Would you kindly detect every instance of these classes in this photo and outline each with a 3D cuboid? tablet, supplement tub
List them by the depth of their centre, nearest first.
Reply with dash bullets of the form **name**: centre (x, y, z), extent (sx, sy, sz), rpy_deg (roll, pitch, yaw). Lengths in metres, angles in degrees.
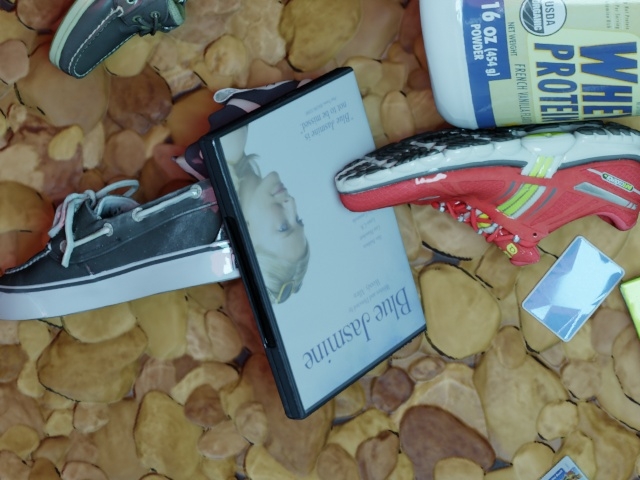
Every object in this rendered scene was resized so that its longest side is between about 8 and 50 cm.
- **supplement tub**: centre (0.244, -0.213, 1.195), extent (0.316, 0.228, 0.228), rpy_deg (-4, 91, 10)
- **tablet**: centre (0.225, 0.043, 1.319), extent (0.054, 0.006, 0.083), rpy_deg (39, 98, 6)

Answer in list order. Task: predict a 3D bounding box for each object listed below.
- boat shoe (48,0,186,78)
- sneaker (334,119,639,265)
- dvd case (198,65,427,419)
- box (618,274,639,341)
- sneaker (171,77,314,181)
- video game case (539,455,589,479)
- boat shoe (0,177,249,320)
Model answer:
- **boat shoe**: centre (-0.151, -0.224, 1.338), extent (0.223, 0.080, 0.073), rpy_deg (-46, 79, 4)
- **sneaker**: centre (0.152, -0.035, 1.250), extent (0.279, 0.107, 0.118), rpy_deg (-5, 101, -12)
- **dvd case**: centre (0.000, 0.000, 1.248), extent (0.022, 0.180, 0.253), rpy_deg (-1, 113, 43)
- **box**: centre (0.360, 0.057, 1.277), extent (0.178, 0.042, 0.109), rpy_deg (-21, 89, 9)
- **sneaker**: centre (-0.062, -0.032, 1.323), extent (0.153, 0.094, 0.235), rpy_deg (6, 93, 11)
- **video game case**: centre (0.221, 0.260, 1.291), extent (0.087, 0.011, 0.122), rpy_deg (-45, 51, 8)
- **boat shoe**: centre (-0.183, 0.002, 1.298), extent (0.306, 0.113, 0.105), rpy_deg (-12, 93, 39)
